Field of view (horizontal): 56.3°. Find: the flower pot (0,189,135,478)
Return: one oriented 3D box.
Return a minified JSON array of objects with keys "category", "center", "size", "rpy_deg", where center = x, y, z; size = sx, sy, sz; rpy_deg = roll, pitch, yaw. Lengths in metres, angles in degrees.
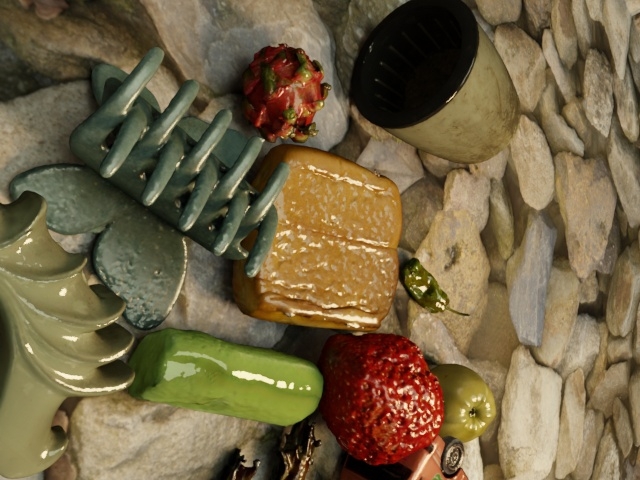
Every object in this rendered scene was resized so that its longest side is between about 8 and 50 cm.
[{"category":"flower pot","center":[-0.398,0.102,0.756],"size":[0.254,0.164,0.367],"rpy_deg":[-43,122,-23]}]

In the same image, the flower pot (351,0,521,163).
[{"category":"flower pot","center":[0.275,-0.322,1.323],"size":[0.330,0.293,0.294],"rpy_deg":[25,73,-48]}]

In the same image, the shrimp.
[{"category":"shrimp","center":[-0.105,0.448,1.103],"size":[0.178,0.075,0.289],"rpy_deg":[22,88,-38]}]

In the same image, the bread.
[{"category":"bread","center":[-0.005,0.000,1.134],"size":[0.337,0.148,0.328],"rpy_deg":[11,82,-35]}]

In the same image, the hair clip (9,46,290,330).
[{"category":"hair clip","center":[-0.221,-0.093,0.876],"size":[0.318,0.238,0.392],"rpy_deg":[41,64,-32]}]

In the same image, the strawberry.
[{"category":"strawberry","center":[0.095,0.284,1.149],"size":[0.277,0.257,0.257],"rpy_deg":[52,57,-35]}]

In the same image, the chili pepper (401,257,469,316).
[{"category":"chili pepper","center":[0.262,0.129,1.439],"size":[0.072,0.073,0.204],"rpy_deg":[-45,109,-13]}]

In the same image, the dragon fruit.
[{"category":"dragon fruit","center":[-0.059,-0.254,1.073],"size":[0.166,0.160,0.172],"rpy_deg":[3,75,-8]}]

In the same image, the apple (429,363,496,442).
[{"category":"apple","center":[0.314,0.385,1.416],"size":[0.200,0.200,0.200],"rpy_deg":[0,90,-43]}]

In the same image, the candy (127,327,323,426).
[{"category":"candy","center":[-0.147,0.234,1.009],"size":[0.343,0.142,0.132],"rpy_deg":[23,84,-40]}]

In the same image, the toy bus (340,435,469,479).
[{"category":"toy bus","center":[0.215,0.578,1.309],"size":[0.233,0.203,0.427],"rpy_deg":[-47,122,-27]}]
